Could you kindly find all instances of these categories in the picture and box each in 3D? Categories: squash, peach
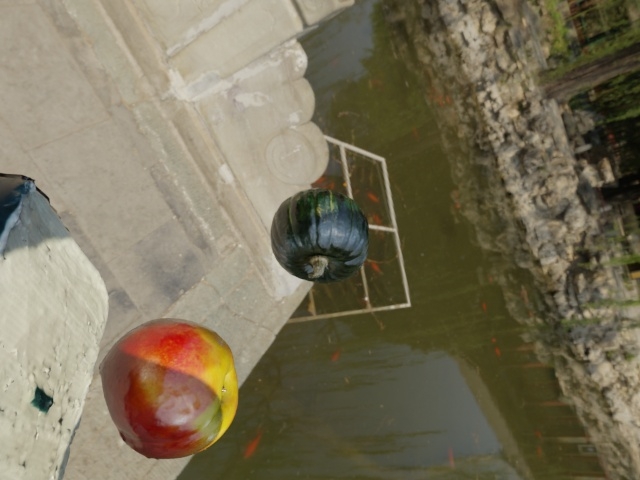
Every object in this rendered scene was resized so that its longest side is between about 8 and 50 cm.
[{"bbox_3d":[0.001,-0.005,0.926,0.218,0.218,0.172,35,17,-42],"label":"squash"},{"bbox_3d":[-0.217,0.208,0.638,0.190,0.192,0.190,-4,90,-74],"label":"peach"}]

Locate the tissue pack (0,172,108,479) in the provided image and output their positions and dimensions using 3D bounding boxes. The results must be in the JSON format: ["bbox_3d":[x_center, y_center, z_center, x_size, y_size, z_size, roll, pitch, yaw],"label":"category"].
[{"bbox_3d":[-0.431,0.083,0.355,0.416,0.264,0.253,4,58,-8],"label":"tissue pack"}]
